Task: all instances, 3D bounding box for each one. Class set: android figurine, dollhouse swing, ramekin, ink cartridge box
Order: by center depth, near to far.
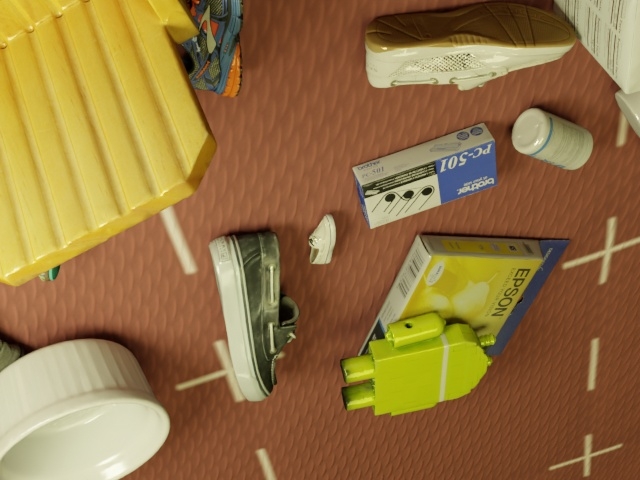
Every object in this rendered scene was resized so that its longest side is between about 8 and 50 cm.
[{"bbox_3d":[-0.319,-0.188,0.977,0.347,0.305,0.315,-26,136,6],"label":"dollhouse swing"},{"bbox_3d":[0.157,-0.095,1.439,0.207,0.046,0.097,-19,138,-3],"label":"ink cartridge box"},{"bbox_3d":[-0.384,0.274,1.491,0.277,0.135,0.277,-20,146,-14],"label":"ramekin"},{"bbox_3d":[0.169,0.217,1.652,0.273,0.056,0.248,-13,138,-7],"label":"android figurine"},{"bbox_3d":[0.254,0.121,1.675,0.307,0.072,0.303,4,131,-22],"label":"ink cartridge box"}]

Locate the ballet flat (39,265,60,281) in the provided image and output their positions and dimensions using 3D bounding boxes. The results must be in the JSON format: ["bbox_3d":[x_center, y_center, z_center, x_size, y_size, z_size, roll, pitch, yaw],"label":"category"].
[{"bbox_3d":[-0.368,-0.046,1.272,0.079,0.077,0.221,14,123,-9],"label":"ballet flat"}]

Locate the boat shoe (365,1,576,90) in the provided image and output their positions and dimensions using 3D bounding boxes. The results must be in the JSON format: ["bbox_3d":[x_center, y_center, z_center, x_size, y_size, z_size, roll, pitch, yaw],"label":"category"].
[{"bbox_3d":[0.193,-0.246,1.275,0.277,0.098,0.096,-3,137,-5],"label":"boat shoe"}]

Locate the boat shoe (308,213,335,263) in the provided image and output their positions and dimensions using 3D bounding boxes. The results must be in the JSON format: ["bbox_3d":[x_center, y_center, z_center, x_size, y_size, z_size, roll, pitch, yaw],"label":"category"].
[{"bbox_3d":[0.000,0.000,1.480,0.035,0.035,0.100,-9,142,-17],"label":"boat shoe"}]

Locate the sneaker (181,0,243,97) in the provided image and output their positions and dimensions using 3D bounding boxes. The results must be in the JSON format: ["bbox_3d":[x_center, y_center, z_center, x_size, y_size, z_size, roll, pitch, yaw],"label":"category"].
[{"bbox_3d":[-0.135,-0.263,1.140,0.087,0.083,0.221,-2,130,-9],"label":"sneaker"}]

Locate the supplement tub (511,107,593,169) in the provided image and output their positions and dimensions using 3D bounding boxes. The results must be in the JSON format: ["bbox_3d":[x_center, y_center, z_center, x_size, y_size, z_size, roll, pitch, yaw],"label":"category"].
[{"bbox_3d":[0.345,-0.150,1.441,0.107,0.071,0.071,16,125,-32],"label":"supplement tub"}]

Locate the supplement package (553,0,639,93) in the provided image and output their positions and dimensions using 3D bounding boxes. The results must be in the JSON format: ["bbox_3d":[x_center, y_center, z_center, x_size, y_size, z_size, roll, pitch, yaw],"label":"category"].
[{"bbox_3d":[0.426,-0.321,1.211,0.194,0.203,0.149,-17,136,-6],"label":"supplement package"}]

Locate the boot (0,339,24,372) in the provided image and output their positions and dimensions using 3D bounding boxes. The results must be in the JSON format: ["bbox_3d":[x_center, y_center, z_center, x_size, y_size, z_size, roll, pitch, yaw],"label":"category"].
[{"bbox_3d":[-0.573,0.191,1.413,0.247,0.083,0.161,-23,142,3],"label":"boot"}]

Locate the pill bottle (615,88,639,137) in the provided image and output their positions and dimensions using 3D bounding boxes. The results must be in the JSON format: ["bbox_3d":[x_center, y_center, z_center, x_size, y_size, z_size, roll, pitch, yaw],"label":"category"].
[{"bbox_3d":[0.546,-0.231,1.406,0.208,0.119,0.119,-32,135,11],"label":"pill bottle"}]

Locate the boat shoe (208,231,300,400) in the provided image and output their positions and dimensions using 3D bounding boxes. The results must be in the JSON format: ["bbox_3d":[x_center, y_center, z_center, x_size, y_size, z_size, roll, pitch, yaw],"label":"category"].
[{"bbox_3d":[-0.089,0.127,1.504,0.119,0.121,0.335,-11,134,-5],"label":"boat shoe"}]
